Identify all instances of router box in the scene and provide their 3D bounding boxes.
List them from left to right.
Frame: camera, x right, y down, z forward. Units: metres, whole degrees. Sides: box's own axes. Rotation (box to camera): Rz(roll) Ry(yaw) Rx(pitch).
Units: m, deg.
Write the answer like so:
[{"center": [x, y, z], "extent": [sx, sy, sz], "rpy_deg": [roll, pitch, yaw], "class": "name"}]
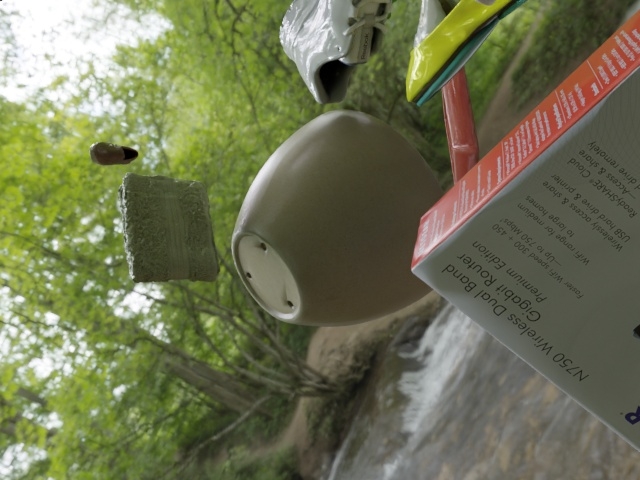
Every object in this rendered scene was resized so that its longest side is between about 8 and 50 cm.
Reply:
[{"center": [0.286, 0.010, 0.391], "extent": [0.301, 0.335, 0.082], "rpy_deg": [-47, 10, 33], "class": "router box"}]

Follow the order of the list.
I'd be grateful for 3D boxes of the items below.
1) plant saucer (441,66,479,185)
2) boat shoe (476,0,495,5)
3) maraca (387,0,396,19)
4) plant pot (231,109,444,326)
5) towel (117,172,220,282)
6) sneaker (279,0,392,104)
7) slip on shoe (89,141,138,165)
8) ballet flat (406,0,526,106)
[{"center": [0.279, -0.226, 1.191], "extent": [0.259, 0.047, 0.259], "rpy_deg": [55, -150, -64], "class": "plant saucer"}, {"center": [-0.001, -0.239, 0.243], "extent": [0.102, 0.301, 0.108], "rpy_deg": [-46, 3, 33], "class": "boat shoe"}, {"center": [0.072, -0.455, 1.019], "extent": [0.127, 0.099, 0.186], "rpy_deg": [-34, -50, -4], "class": "maraca"}, {"center": [0.000, 0.000, 0.759], "extent": [0.190, 0.284, 0.284], "rpy_deg": [-34, -25, -34], "class": "plant pot"}, {"center": [-0.178, -0.017, 0.695], "extent": [0.027, 0.109, 0.148], "rpy_deg": [125, 138, -50], "class": "towel"}, {"center": [0.044, -0.279, 0.666], "extent": [0.297, 0.110, 0.130], "rpy_deg": [119, 137, -57], "class": "sneaker"}, {"center": [-0.444, -0.186, 1.274], "extent": [0.135, 0.041, 0.052], "rpy_deg": [-3, -97, -75], "class": "slip on shoe"}, {"center": [0.132, -0.206, 0.501], "extent": [0.077, 0.077, 0.231], "rpy_deg": [-43, 3, -34], "class": "ballet flat"}]
